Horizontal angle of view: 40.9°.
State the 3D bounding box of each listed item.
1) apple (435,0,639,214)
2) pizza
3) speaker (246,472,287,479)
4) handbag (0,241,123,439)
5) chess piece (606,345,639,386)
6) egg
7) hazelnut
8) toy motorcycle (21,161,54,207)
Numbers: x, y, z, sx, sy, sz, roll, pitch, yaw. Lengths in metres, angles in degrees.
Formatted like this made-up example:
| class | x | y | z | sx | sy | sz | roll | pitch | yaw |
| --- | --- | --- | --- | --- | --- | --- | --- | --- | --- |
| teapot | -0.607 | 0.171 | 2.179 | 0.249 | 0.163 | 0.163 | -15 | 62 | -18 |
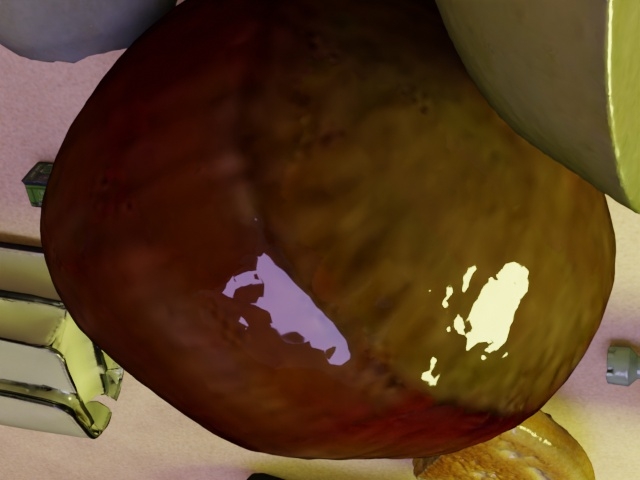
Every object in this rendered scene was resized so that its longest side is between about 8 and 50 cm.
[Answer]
| class | x | y | z | sx | sy | sz | roll | pitch | yaw |
| --- | --- | --- | --- | --- | --- | --- | --- | --- | --- |
| apple | 0.197 | -0.199 | 0.429 | 0.320 | 0.311 | 0.360 | -1 | 125 | -4 |
| pizza | 0.210 | 0.261 | 1.046 | 0.229 | 0.081 | 0.289 | -18 | 133 | 34 |
| speaker | 0.066 | 0.416 | 1.198 | 0.329 | 0.198 | 0.259 | 14 | -177 | 33 |
| handbag | -0.432 | 0.118 | 1.015 | 0.358 | 0.160 | 0.237 | 9 | 142 | 5 |
| chess piece | 0.358 | 0.137 | 0.908 | 0.103 | 0.067 | 0.067 | 2 | 134 | 23 |
| egg | -0.194 | -0.241 | 0.598 | 0.183 | 0.183 | 0.217 | -1 | 125 | 15 |
| hazelnut | 0.000 | 0.000 | 0.662 | 0.421 | 0.353 | 0.421 | -11 | 151 | -6 |
| toy motorcycle | -0.213 | -0.032 | 0.888 | 0.173 | 0.058 | 0.100 | 4 | 128 | 13 |
